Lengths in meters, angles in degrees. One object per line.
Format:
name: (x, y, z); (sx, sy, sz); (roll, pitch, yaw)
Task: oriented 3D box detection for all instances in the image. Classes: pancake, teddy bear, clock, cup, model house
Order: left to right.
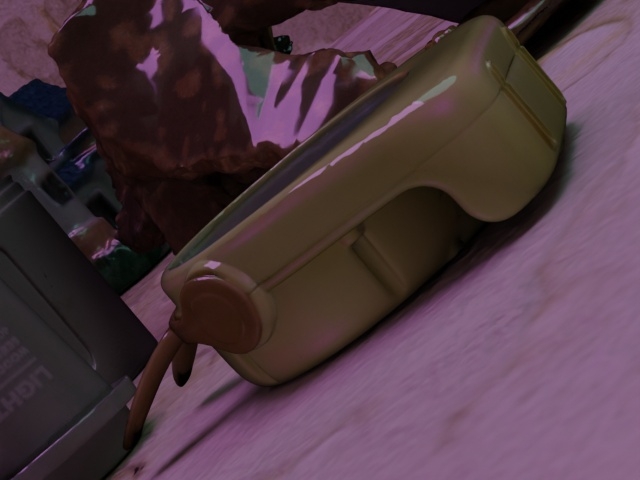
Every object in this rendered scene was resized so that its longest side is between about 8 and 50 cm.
cup: (-0.172, 0.075, 0.855); (0.120, 0.141, 0.120); (-41, 6, 5)
model house: (-0.288, -0.098, 1.795); (0.194, 0.325, 0.267); (-36, 8, 38)
teddy bear: (-0.039, -0.087, 1.080); (0.296, 0.246, 0.222); (-6, -17, 30)
clock: (0.000, 0.000, 0.741); (0.232, 0.069, 0.170); (-38, 8, 20)
pancake: (0.096, -0.119, 1.144); (0.250, 0.031, 0.250); (-38, 8, 7)

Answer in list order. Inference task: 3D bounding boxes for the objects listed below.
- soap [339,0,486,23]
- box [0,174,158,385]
soap: (0.173, -0.392, 1.201); (0.435, 0.213, 0.350); (-32, 55, 41)
box: (-0.240, 0.084, 1.117); (0.226, 0.149, 0.226); (-39, 8, 6)
